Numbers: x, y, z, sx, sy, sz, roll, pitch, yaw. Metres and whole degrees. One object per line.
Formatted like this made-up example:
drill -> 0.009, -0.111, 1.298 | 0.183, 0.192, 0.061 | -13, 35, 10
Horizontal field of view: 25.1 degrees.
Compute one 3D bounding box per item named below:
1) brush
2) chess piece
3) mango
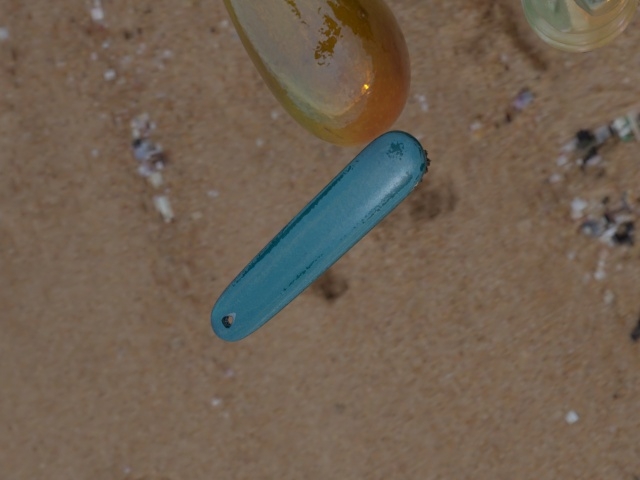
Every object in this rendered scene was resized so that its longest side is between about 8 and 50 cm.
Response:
brush -> 0.000, 0.000, 0.952 | 0.193, 0.032, 0.043 | -44, 73, 20
chess piece -> 0.170, -0.181, 0.963 | 0.090, 0.200, 0.090 | 0, 91, 13
mango -> -0.007, -0.175, 1.140 | 0.138, 0.113, 0.253 | 39, 165, 53
